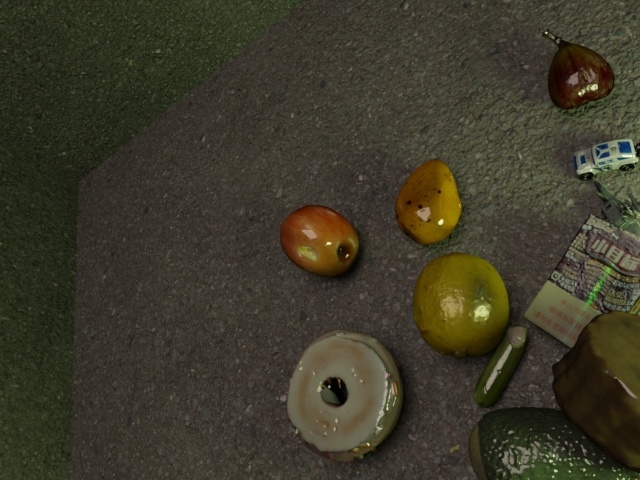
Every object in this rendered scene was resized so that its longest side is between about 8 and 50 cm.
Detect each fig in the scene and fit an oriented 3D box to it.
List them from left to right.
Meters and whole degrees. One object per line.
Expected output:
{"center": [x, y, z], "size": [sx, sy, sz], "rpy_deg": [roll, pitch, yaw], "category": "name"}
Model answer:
{"center": [0.729, -0.510, 1.546], "size": [0.170, 0.146, 0.274], "rpy_deg": [-28, 69, 21], "category": "fig"}

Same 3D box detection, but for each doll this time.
{"center": [0.512, 0.486, 1.169], "size": [0.350, 0.247, 0.247], "rpy_deg": [-15, 59, 18], "category": "doll"}

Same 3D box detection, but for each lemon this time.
{"center": [0.370, 0.169, 1.405], "size": [0.261, 0.260, 0.283], "rpy_deg": [-34, 50, 18], "category": "lemon"}

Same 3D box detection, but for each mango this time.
{"center": [0.329, -0.121, 1.646], "size": [0.191, 0.160, 0.290], "rpy_deg": [-9, 58, 43], "category": "mango"}

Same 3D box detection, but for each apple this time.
{"center": [0.000, 0.000, 1.766], "size": [0.241, 0.242, 0.242], "rpy_deg": [26, 84, 34], "category": "apple"}

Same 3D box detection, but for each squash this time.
{"center": [0.469, 0.326, 1.372], "size": [0.069, 0.069, 0.238], "rpy_deg": [26, 85, 41], "category": "squash"}

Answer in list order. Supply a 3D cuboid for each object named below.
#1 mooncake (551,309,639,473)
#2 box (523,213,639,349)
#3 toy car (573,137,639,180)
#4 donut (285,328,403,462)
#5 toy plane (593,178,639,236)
{"center": [0.644, 0.306, 1.052], "size": [0.324, 0.324, 0.187], "rpy_deg": [57, 141, 39], "category": "mooncake"}
{"center": [0.667, 0.116, 1.279], "size": [0.198, 0.084, 0.310], "rpy_deg": [40, 108, 42], "category": "box"}
{"center": [0.776, -0.226, 1.428], "size": [0.171, 0.070, 0.080], "rpy_deg": [-12, 60, 32], "category": "toy car"}
{"center": [0.074, 0.450, 1.546], "size": [0.383, 0.142, 0.382], "rpy_deg": [-17, 58, 29], "category": "donut"}
{"center": [0.757, -0.076, 1.358], "size": [0.192, 0.088, 0.261], "rpy_deg": [-56, 38, 37], "category": "toy plane"}
